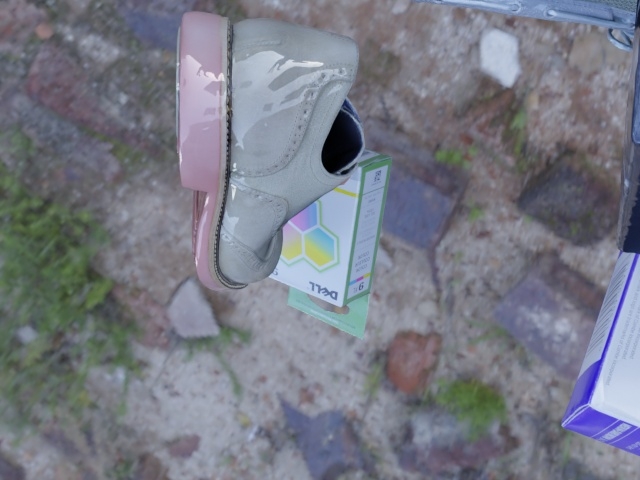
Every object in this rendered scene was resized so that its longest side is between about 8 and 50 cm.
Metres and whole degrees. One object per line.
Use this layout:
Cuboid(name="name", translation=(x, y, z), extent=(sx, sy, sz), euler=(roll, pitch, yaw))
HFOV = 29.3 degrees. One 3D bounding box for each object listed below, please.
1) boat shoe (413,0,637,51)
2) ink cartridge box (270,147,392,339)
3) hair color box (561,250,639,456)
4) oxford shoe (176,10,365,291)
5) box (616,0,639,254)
Cuboid(name="boat shoe", translation=(0.203, -0.225, 1.012), extent=(0.320, 0.118, 0.103), euler=(5, 145, -17))
Cuboid(name="ink cartridge box", translation=(0.000, 0.000, 1.263), extent=(0.109, 0.062, 0.209), euler=(22, 117, 30))
Cuboid(name="hair color box", translation=(0.373, 0.108, 0.903), extent=(0.339, 0.185, 0.110), euler=(21, 164, 7))
Cuboid(name="oxford shoe", translation=(-0.037, -0.050, 1.031), extent=(0.147, 0.140, 0.397), euler=(-1, 160, -2))
Cuboid(name="box", translation=(0.281, -0.176, 0.719), extent=(0.179, 0.343, 0.312), euler=(6, 171, 12))
